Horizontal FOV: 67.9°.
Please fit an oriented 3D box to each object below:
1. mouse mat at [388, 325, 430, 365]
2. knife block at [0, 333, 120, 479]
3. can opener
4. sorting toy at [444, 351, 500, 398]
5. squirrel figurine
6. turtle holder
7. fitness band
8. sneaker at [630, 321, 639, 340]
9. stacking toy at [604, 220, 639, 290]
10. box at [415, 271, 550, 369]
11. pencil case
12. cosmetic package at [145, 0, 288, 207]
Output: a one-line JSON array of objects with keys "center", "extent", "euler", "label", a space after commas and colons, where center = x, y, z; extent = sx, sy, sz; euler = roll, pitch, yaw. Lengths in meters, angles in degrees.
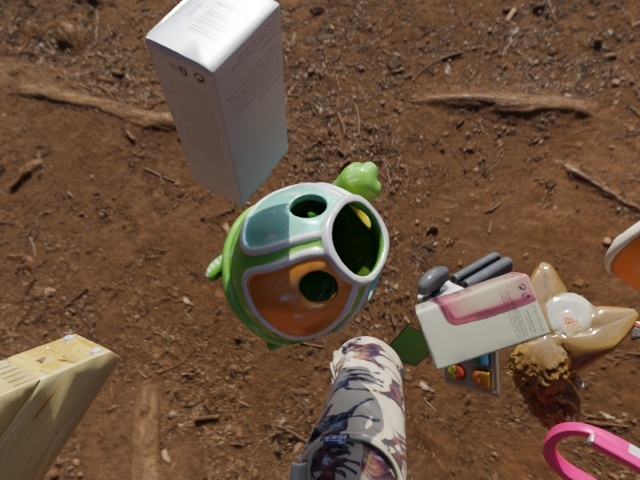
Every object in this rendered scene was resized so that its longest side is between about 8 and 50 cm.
[{"center": [0.343, 0.401, 1.793], "extent": [0.152, 0.190, 0.007], "euler": [24, 37, -10], "label": "mouse mat"}, {"center": [-0.402, 0.281, 0.618], "extent": [0.088, 0.275, 0.242], "euler": [13, 107, 29], "label": "knife block"}, {"center": [0.360, 0.085, 1.180], "extent": [0.283, 0.095, 0.076], "euler": [-24, 30, -23], "label": "can opener"}, {"center": [0.481, 0.399, 1.540], "extent": [0.193, 0.038, 0.208], "euler": [3, 106, 45], "label": "sorting toy"}, {"center": [0.686, 0.341, 1.403], "extent": [0.281, 0.370, 0.397], "euler": [27, 67, 31], "label": "squirrel figurine"}, {"center": [0.004, 0.019, 0.767], "extent": [0.227, 0.320, 0.244], "euler": [-26, 88, 45], "label": "turtle holder"}, {"center": [0.709, 0.572, 1.183], "extent": [0.290, 0.209, 0.054], "euler": [28, 43, 22], "label": "fitness band"}, {"center": [0.849, 0.265, 1.175], "extent": [0.157, 0.061, 0.065], "euler": [31, 92, 27], "label": "sneaker"}, {"center": [1.064, 0.154, 1.296], "extent": [0.350, 0.351, 0.480], "euler": [-19, 54, 4], "label": "stacking toy"}, {"center": [0.329, 0.164, 1.002], "extent": [0.232, 0.148, 0.127], "euler": [-21, 84, 9], "label": "box"}, {"center": [0.073, 0.334, 0.923], "extent": [0.183, 0.410, 0.160], "euler": [18, 105, 5], "label": "pencil case"}, {"center": [-0.103, -0.153, 0.542], "extent": [0.085, 0.231, 0.117], "euler": [29, 64, 11], "label": "cosmetic package"}]
